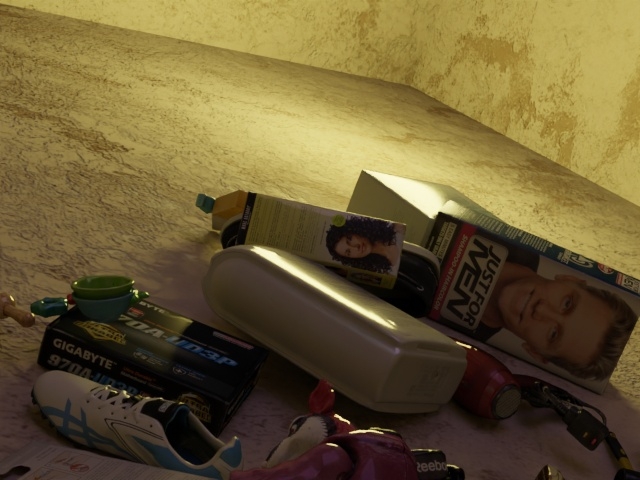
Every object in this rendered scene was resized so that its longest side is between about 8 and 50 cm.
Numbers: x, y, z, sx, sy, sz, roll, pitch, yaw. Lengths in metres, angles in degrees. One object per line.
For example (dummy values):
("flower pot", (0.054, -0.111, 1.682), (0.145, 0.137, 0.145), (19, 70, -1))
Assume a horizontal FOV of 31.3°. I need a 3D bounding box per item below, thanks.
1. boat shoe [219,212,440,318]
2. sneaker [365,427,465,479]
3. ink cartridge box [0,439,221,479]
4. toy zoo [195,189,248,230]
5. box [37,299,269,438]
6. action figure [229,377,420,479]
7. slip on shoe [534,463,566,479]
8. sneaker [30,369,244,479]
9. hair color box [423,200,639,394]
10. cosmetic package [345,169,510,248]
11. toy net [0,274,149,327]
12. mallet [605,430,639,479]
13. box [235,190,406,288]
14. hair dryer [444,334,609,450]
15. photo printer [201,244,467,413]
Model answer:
("boat shoe", (0.015, 0.048, 1.692), (0.340, 0.127, 0.113), (17, 42, -13))
("sneaker", (0.096, 0.272, 1.055), (0.097, 0.135, 0.276), (10, 21, -37))
("ink cartridge box", (-0.199, 0.244, 0.985), (0.224, 0.056, 0.181), (6, 12, 18))
("toy zoo", (-0.056, -0.020, 1.801), (0.293, 0.030, 0.192), (16, -13, -13))
("box", (-0.185, 0.133, 1.302), (0.220, 0.051, 0.175), (22, 17, 7))
("action figure", (0.028, 0.242, 0.812), (0.248, 0.275, 0.370), (29, 38, -34))
("slip on shoe", (0.268, 0.302, 1.314), (0.041, 0.051, 0.135), (34, 12, 5))
("sneaker", (-0.177, 0.178, 1.119), (0.237, 0.086, 0.085), (24, 19, 18))
("hair color box", (0.324, 0.086, 1.819), (0.347, 0.174, 0.105), (23, 18, 11))
("cosmetic package", (0.194, -0.013, 2.045), (0.224, 0.138, 0.224), (8, 20, -36))
("toy net", (-0.313, 0.060, 1.260), (0.232, 0.045, 0.122), (-1, 14, 4))
("mallet", (0.412, 0.299, 1.510), (0.062, 0.039, 0.190), (22, 13, 3))
("box", (0.000, 0.000, 1.620), (0.232, 0.087, 0.058), (11, -22, 1))
("hair dryer", (0.256, 0.211, 1.580), (0.293, 0.080, 0.223), (29, 3, 10))
("photo printer", (0.010, 0.105, 1.457), (0.307, 0.107, 0.256), (29, 6, 27))
